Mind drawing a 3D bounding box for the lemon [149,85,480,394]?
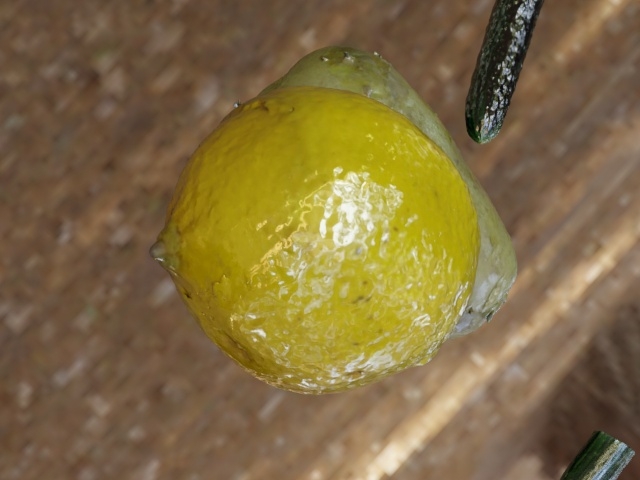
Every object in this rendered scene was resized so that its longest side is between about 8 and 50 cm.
[{"bbox_3d":[0.005,0.004,1.522,0.228,0.228,0.253,-49,134,7],"label":"lemon"}]

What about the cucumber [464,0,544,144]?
[{"bbox_3d":[0.199,-0.192,2.197,0.058,0.052,0.215,-21,-136,51],"label":"cucumber"}]

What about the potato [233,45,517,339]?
[{"bbox_3d":[0.056,-0.040,2.220,0.219,0.359,0.269,-47,-161,-27],"label":"potato"}]

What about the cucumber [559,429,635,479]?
[{"bbox_3d":[0.273,0.242,2.036,0.105,0.048,0.048,-50,168,-18],"label":"cucumber"}]
